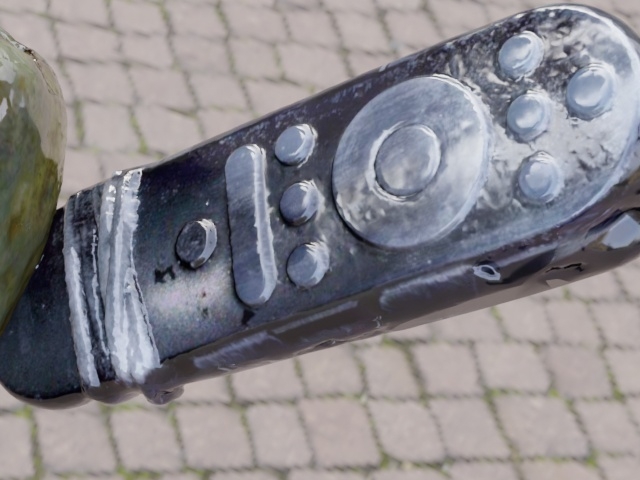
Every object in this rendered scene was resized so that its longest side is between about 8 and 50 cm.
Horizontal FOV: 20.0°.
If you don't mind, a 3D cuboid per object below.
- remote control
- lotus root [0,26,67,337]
[{"bbox_3d":[0.000,0.000,0.610,0.066,0.266,0.090,36,43,-48],"label":"remote control"},{"bbox_3d":[-0.198,0.025,0.585,0.160,0.275,0.152,35,-1,8],"label":"lotus root"}]
